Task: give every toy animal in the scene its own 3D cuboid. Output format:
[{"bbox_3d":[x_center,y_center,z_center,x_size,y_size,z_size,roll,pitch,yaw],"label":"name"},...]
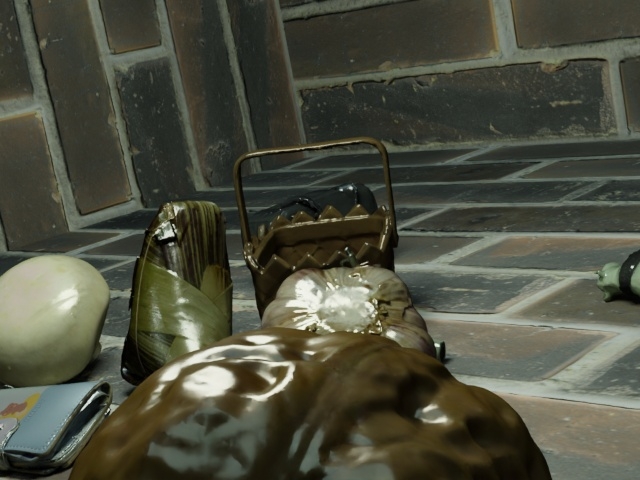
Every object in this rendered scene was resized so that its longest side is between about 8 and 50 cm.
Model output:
[{"bbox_3d":[0.512,0.052,1.847,0.121,0.094,0.225,-28,20,-30],"label":"toy animal"}]

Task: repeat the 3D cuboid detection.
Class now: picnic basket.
[{"bbox_3d":[0.000,0.000,2.007,0.254,0.321,0.291,-6,14,7],"label":"picnic basket"}]

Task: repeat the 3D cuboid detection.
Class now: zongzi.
[{"bbox_3d":[-0.176,0.095,1.794,0.154,0.289,0.317,3,8,-27],"label":"zongzi"}]

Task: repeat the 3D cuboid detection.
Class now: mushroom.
[{"bbox_3d":[-0.453,0.143,2.059,0.246,0.202,0.246,-20,50,25],"label":"mushroom"}]

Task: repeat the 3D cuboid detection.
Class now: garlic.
[{"bbox_3d":[0.037,0.145,1.643,0.245,0.160,0.245,-3,39,2],"label":"garlic"}]

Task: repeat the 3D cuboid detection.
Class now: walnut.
[{"bbox_3d":[-0.006,0.229,0.898,0.354,0.308,0.398,29,26,16],"label":"walnut"}]

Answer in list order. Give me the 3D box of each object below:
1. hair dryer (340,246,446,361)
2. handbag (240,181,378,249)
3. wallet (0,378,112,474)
[{"bbox_3d":[0.105,0.104,1.757,0.167,0.199,0.067,17,44,17],"label":"hair dryer"},{"bbox_3d":[-0.010,-0.008,2.406,0.254,0.181,0.181,-19,7,-32],"label":"handbag"},{"bbox_3d":[-0.410,0.263,1.707,0.231,0.069,0.170,-7,29,35],"label":"wallet"}]
